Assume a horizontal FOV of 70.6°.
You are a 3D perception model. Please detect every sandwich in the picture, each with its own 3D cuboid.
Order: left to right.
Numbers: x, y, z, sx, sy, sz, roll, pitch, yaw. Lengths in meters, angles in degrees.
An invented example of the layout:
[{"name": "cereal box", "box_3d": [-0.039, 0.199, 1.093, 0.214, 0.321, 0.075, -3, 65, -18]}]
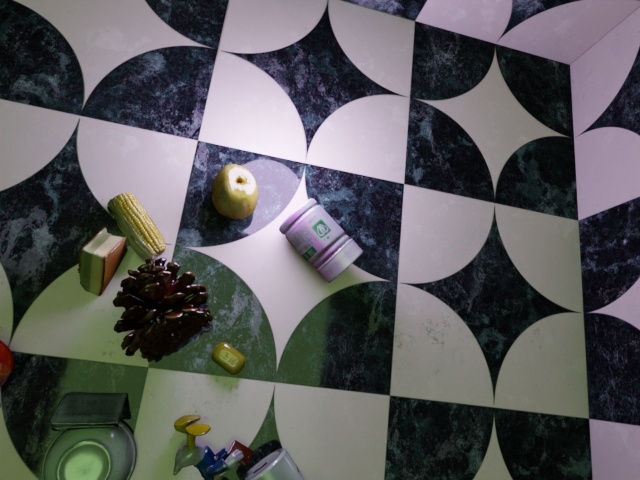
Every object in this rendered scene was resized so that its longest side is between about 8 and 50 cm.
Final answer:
[{"name": "sandwich", "box_3d": [-0.852, 0.079, 1.780, 0.108, 0.220, 0.186, 23, 34, -4]}]

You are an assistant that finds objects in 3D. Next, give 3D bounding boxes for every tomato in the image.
[{"name": "tomato", "box_3d": [-1.170, 0.433, 1.586, 0.233, 0.140, 0.200, -45, 80, 14]}]

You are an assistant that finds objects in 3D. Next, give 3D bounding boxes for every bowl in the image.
[{"name": "bowl", "box_3d": [-0.807, 0.774, 1.572, 0.308, 0.163, 0.306, 5, 73, -16]}]

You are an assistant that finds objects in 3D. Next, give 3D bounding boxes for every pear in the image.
[{"name": "pear", "box_3d": [-0.367, -0.199, 1.925, 0.189, 0.211, 0.228, -6, 63, -34]}]

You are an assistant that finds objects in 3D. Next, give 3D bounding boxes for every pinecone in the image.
[{"name": "pinecone", "box_3d": [-0.608, 0.228, 1.681, 0.385, 0.384, 0.383, 4, 74, -13]}]

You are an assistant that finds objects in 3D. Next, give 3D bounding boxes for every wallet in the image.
[{"name": "wallet", "box_3d": [-0.822, 0.605, 1.612, 0.222, 0.167, 0.036, 3, 109, -12]}]

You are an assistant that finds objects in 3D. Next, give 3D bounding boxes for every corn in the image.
[{"name": "corn", "box_3d": [-0.744, -0.060, 1.837, 0.123, 0.122, 0.305, -32, 84, -11]}]

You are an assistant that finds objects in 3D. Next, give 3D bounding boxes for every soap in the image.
[{"name": "soap", "box_3d": [-0.368, 0.474, 1.816, 0.140, 0.045, 0.089, 38, 73, -1]}]

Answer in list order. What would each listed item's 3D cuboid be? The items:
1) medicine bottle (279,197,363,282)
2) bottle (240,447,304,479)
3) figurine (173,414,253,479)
[{"name": "medicine bottle", "box_3d": [0.000, 0.000, 1.949, 0.212, 0.212, 0.325, -43, 89, -20]}, {"name": "bottle", "box_3d": [-0.111, 0.963, 1.649, 0.229, 0.229, 0.351, -34, 82, -20]}, {"name": "figurine", "box_3d": [-0.397, 0.836, 1.674, 0.284, 0.205, 0.337, 2, 87, -20]}]
